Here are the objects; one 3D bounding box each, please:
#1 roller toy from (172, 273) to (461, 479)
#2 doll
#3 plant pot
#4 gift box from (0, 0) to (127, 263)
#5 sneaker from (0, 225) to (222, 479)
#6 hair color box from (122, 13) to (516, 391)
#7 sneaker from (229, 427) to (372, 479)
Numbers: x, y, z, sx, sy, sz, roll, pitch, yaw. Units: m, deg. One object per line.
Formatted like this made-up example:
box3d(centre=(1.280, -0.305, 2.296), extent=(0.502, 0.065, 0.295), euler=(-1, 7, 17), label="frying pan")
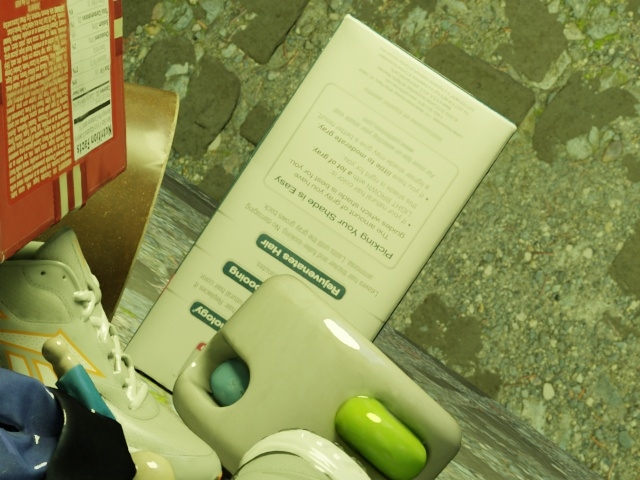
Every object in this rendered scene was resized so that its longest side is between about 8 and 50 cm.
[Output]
box3d(centre=(-0.007, 0.134, 1.153), extent=(0.191, 0.146, 0.209), euler=(42, -2, 18), label="roller toy")
box3d(centre=(-0.152, 0.109, 0.867), extent=(0.189, 0.046, 0.129), euler=(31, 37, -39), label="doll")
box3d(centre=(-0.251, -0.048, 1.182), extent=(0.230, 0.215, 0.215), euler=(19, 8, -13), label="plant pot")
box3d(centre=(-0.262, -0.145, 0.874), extent=(0.258, 0.276, 0.255), euler=(2, 11, 10), label="gift box")
box3d(centre=(-0.160, 0.062, 0.967), extent=(0.262, 0.121, 0.099), euler=(34, 4, -4), label="sneaker")
box3d(centre=(0.000, 0.000, 1.335), extent=(0.174, 0.347, 0.105), euler=(34, 5, 2), label="hair color box")
box3d(centre=(0.049, 0.227, 0.983), extent=(0.271, 0.100, 0.108), euler=(31, 18, 10), label="sneaker")
